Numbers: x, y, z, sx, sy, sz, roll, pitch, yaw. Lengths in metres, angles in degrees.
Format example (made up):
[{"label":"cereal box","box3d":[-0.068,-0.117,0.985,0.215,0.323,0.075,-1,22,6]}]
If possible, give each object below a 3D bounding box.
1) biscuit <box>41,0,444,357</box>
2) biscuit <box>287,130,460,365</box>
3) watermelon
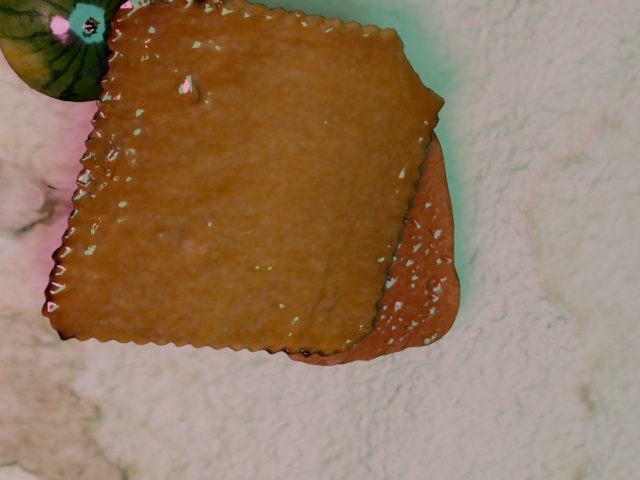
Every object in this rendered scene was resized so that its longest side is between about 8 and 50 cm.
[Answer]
[{"label":"biscuit","box3d":[-0.041,-0.034,0.987,0.237,0.013,0.232,5,112,-30]},{"label":"biscuit","box3d":[0.000,0.000,1.061,0.186,0.036,0.192,-17,116,-15]},{"label":"watermelon","box3d":[-0.136,-0.130,0.934,0.105,0.062,0.105,-8,108,-25]}]
